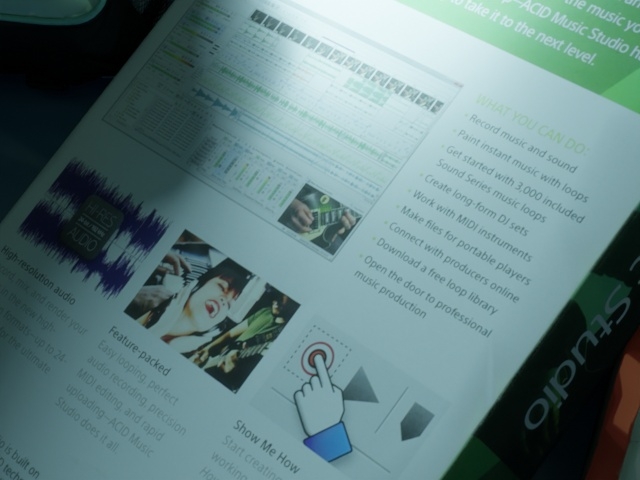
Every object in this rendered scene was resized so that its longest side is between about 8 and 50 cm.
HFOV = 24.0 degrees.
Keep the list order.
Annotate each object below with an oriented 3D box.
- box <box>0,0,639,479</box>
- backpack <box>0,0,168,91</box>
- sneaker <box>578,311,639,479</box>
[{"bbox_3d":[0.000,0.000,0.561,0.232,0.058,0.322,32,83,36],"label":"box"},{"bbox_3d":[-0.145,-0.172,0.615,0.165,0.144,0.188,3,74,12],"label":"backpack"},{"bbox_3d":[0.188,0.036,0.557,0.145,0.090,0.270,17,76,12],"label":"sneaker"}]
